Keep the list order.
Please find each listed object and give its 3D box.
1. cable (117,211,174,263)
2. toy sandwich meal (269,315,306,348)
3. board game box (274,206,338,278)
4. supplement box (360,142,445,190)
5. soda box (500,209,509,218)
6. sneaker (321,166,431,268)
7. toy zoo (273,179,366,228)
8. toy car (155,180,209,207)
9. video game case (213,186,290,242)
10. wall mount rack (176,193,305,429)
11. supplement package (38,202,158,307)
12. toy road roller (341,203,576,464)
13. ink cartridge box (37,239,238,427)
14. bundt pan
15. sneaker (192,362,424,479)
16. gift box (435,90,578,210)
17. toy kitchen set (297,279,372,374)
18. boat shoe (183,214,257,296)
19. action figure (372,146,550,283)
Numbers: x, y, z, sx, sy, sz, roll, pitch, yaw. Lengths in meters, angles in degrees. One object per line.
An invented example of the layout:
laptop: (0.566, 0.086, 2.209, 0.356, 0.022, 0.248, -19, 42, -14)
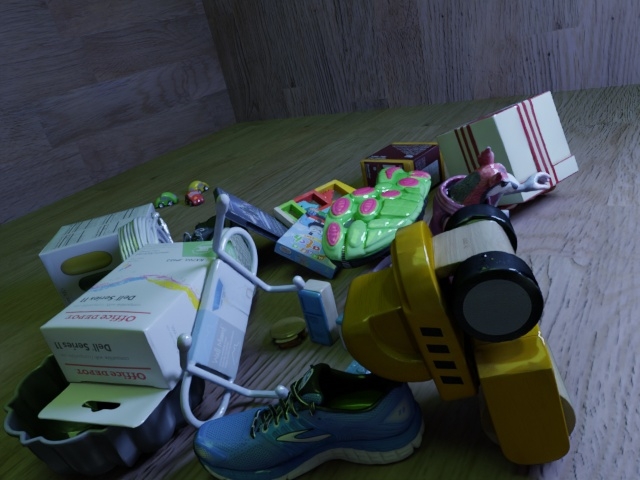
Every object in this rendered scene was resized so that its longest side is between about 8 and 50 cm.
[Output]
cable: (-0.383, 0.068, 1.134, 0.089, 0.257, 0.257, -22, 9, -6)
toy sandwich meal: (-0.064, 0.186, 0.993, 0.085, 0.029, 0.085, -13, 20, 5)
board game box: (0.000, 0.000, 1.266, 0.160, 0.039, 0.211, 25, 37, 10)
supplement box: (0.269, -0.227, 1.589, 0.191, 0.129, 0.194, 10, 33, 42)
soda box: (0.391, -0.009, 1.140, 0.062, 0.058, 0.183, 3, 29, 32)
sneaker: (0.155, -0.032, 1.128, 0.185, 0.202, 0.483, 11, 24, 25)
toy zoo: (0.034, -0.092, 1.449, 0.293, 0.030, 0.192, -29, 52, -33)
toy car: (-0.589, -0.188, 2.044, 0.224, 0.053, 0.239, -13, 24, 0)
video game case: (-0.160, -0.050, 1.330, 0.274, 0.026, 0.196, 27, 11, -24)
wall mount rack: (-0.138, 0.105, 0.765, 0.130, 0.304, 0.350, -7, 59, 25)
supplement package: (-0.567, 0.049, 1.339, 0.262, 0.199, 0.198, -16, 25, -5)
toy road roller: (0.174, 0.128, 0.657, 0.240, 0.330, 0.202, -18, 21, 19)
ink cartridge box: (-0.296, 0.131, 0.817, 0.207, 0.119, 0.353, -3, 26, 19)
bundt pan: (-0.348, 0.265, 0.850, 0.330, 0.124, 0.331, -10, 25, 5)
sneaker: (-0.025, 0.244, 0.700, 0.329, 0.147, 0.130, -13, 24, 2)
gift box: (0.491, -0.216, 1.313, 0.255, 0.258, 0.276, -25, 7, -20)
toy kitchen set: (0.027, 0.173, 0.856, 0.207, 0.122, 0.166, 5, 30, 36)
boat shoe: (-0.259, 0.045, 1.225, 0.155, 0.187, 0.500, -20, 19, -2)
action figure: (0.228, -0.014, 0.850, 0.275, 0.370, 0.248, 17, 48, 15)
